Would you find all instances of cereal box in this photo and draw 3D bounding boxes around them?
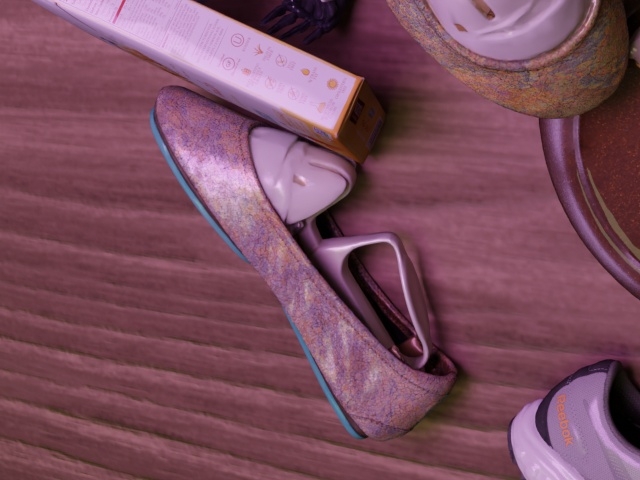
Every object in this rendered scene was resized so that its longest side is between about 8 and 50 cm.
[{"bbox_3d":[-0.077,-0.128,1.006,0.240,0.173,0.047,25,91,9],"label":"cereal box"}]

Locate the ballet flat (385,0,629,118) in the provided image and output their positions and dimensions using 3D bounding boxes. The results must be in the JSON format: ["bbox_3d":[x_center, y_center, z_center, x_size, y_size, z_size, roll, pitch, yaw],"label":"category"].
[{"bbox_3d":[0.067,-0.190,0.793,0.123,0.123,0.348,-18,119,37],"label":"ballet flat"}]

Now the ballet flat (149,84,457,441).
[{"bbox_3d":[0.000,0.000,1.095,0.106,0.107,0.316,-30,101,24],"label":"ballet flat"}]

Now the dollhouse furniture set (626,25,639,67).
[{"bbox_3d":[0.249,-0.132,0.846,0.076,0.058,0.152,44,148,-1],"label":"dollhouse furniture set"}]

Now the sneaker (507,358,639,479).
[{"bbox_3d":[0.253,0.196,1.012,0.271,0.100,0.108,44,123,8],"label":"sneaker"}]

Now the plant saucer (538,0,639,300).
[{"bbox_3d":[0.271,-0.062,0.912,0.311,0.050,0.310,15,120,27],"label":"plant saucer"}]

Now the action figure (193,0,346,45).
[{"bbox_3d":[-0.013,-0.224,0.911,0.164,0.141,0.275,32,152,5],"label":"action figure"}]
